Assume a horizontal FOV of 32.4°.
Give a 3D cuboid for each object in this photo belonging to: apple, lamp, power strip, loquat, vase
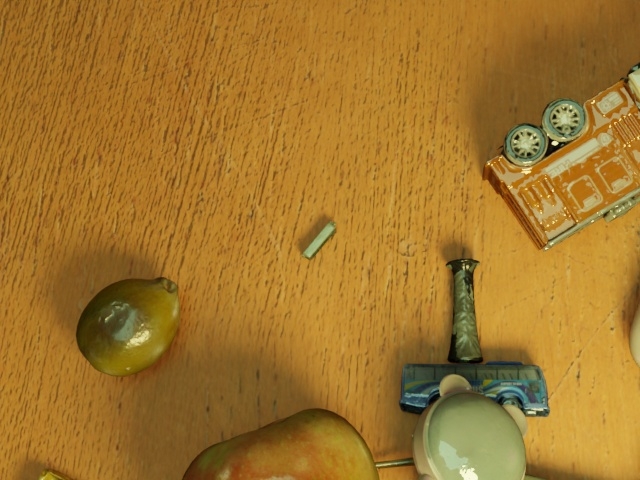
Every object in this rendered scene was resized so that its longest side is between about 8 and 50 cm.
[{"bbox_3d":[-0.056,0.412,1.643,0.319,0.319,0.277,-20,81,3],"label":"apple"},{"bbox_3d":[0.219,0.327,1.615,0.180,0.108,0.246,28,60,-9],"label":"lamp"},{"bbox_3d":[0.000,0.000,1.875,0.017,0.027,0.083,40,85,12],"label":"power strip"},{"bbox_3d":[-0.314,0.139,1.829,0.195,0.152,0.152,-44,75,5],"label":"loquat"},{"bbox_3d":[0.235,0.116,1.800,0.059,0.059,0.166,-1,77,8],"label":"vase"}]

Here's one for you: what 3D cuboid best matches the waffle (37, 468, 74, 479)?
[{"bbox_3d":[-0.403,0.519,1.796,0.229,0.057,0.219,25,82,12],"label":"waffle"}]

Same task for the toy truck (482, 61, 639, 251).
[{"bbox_3d":[0.468,-0.149,1.776,0.388,0.173,0.207,-32,81,3],"label":"toy truck"}]

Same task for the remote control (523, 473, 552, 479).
[{"bbox_3d":[0.363,0.395,1.703,0.310,0.090,0.038,12,68,10],"label":"remote control"}]

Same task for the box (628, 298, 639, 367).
[{"bbox_3d":[0.655,0.085,1.705,0.289,0.141,0.348,21,81,13],"label":"box"}]

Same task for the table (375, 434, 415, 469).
[{"bbox_3d":[0.165,0.425,1.706,0.111,0.121,0.240,-17,75,4],"label":"table"}]

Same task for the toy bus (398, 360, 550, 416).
[{"bbox_3d":[0.245,0.241,1.759,0.237,0.079,0.094,-1,76,8],"label":"toy bus"}]
